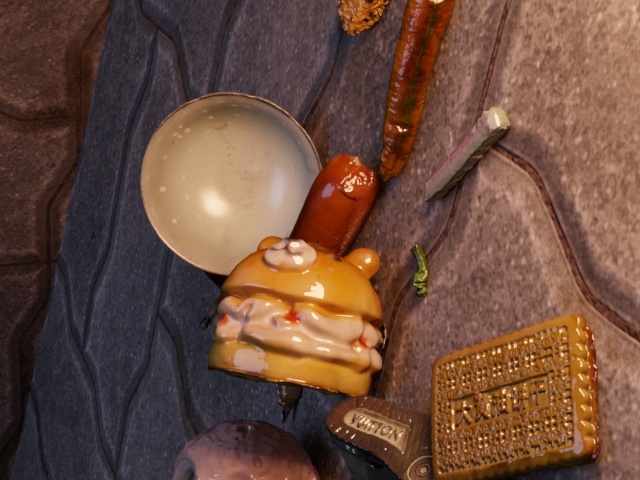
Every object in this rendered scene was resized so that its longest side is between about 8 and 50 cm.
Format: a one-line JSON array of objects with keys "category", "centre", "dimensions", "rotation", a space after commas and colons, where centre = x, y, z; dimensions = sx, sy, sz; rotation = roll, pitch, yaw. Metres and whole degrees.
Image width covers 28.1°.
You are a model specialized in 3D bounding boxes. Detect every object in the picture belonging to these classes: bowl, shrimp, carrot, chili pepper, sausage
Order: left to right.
[{"category": "bowl", "centre": [-0.143, -0.104, 2.212], "dimensions": [0.146, 0.313, 0.313], "rotation": [-61, -19, -79]}, {"category": "shrimp", "centre": [-0.101, 0.162, 2.251], "dimensions": [0.287, 0.068, 0.185], "rotation": [41, 121, 38]}, {"category": "sausage", "centre": [0.000, 0.000, 2.024], "dimensions": [0.330, 0.102, 0.102], "rotation": [116, 148, -41]}, {"category": "carrot", "centre": [0.130, -0.228, 1.824], "dimensions": [0.066, 0.066, 0.314], "rotation": [-126, 43, -55]}, {"category": "chili pepper", "centre": [0.141, 0.044, 1.799], "dimensions": [0.027, 0.022, 0.083], "rotation": [-16, 67, 29]}]

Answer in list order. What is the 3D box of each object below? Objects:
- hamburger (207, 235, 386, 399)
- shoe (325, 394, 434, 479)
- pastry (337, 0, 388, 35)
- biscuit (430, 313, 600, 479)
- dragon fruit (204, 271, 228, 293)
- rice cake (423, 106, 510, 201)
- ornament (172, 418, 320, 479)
[{"category": "hamburger", "centre": [-0.027, 0.110, 1.895], "dimensions": [0.276, 0.276, 0.237], "rotation": [-6, 70, 66]}, {"category": "shoe", "centre": [0.136, 0.309, 1.689], "dimensions": [0.293, 0.109, 0.149], "rotation": [21, 145, 47]}, {"category": "pastry", "centre": [0.076, -0.386, 1.976], "dimensions": [0.140, 0.056, 0.080], "rotation": [-46, 52, 46]}, {"category": "biscuit", "centre": [0.220, 0.193, 1.499], "dimensions": [0.254, 0.029, 0.172], "rotation": [-25, 56, 46]}, {"category": "dragon fruit", "centre": [-0.240, -0.101, 2.411], "dimensions": [0.330, 0.240, 0.302], "rotation": [35, 102, 54]}, {"category": "rice cake", "centre": [0.190, -0.111, 1.696], "dimensions": [0.207, 0.033, 0.033], "rotation": [-51, 51, 53]}, {"category": "ornament", "centre": [-0.113, 0.415, 2.048], "dimensions": [0.259, 0.225, 0.259], "rotation": [-177, 90, -66]}]
